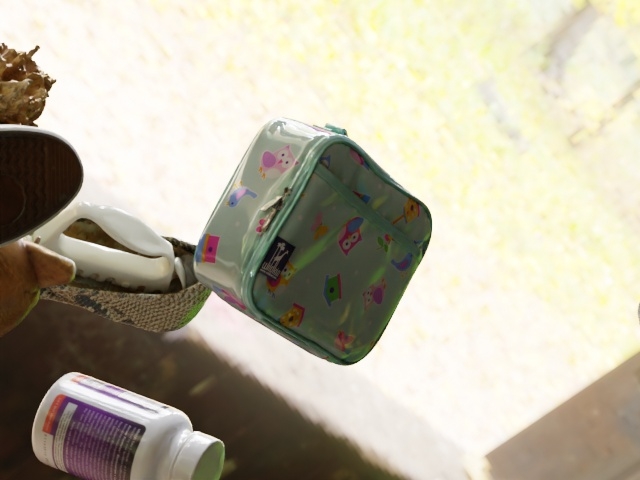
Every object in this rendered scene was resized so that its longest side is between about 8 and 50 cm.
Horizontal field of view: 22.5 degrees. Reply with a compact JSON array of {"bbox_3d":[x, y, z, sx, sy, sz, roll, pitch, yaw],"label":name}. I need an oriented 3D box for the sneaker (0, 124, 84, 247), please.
[{"bbox_3d":[-0.349,-0.032,1.374,0.123,0.290,0.106,-153,-135,-72],"label":"sneaker"}]

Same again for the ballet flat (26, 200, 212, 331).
[{"bbox_3d":[-0.351,-0.002,2.042,0.483,0.182,0.164,14,57,-23],"label":"ballet flat"}]

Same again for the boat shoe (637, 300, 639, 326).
[{"bbox_3d":[0.491,0.072,1.933,0.096,0.277,0.098,25,67,-44],"label":"boat shoe"}]

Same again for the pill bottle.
[{"bbox_3d":[-0.207,0.223,1.758,0.193,0.108,0.108,18,2,21],"label":"pill bottle"}]

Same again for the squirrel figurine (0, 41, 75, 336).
[{"bbox_3d":[-0.410,-0.081,1.656,0.370,0.281,0.397,65,-20,13],"label":"squirrel figurine"}]

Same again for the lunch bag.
[{"bbox_3d":[0.000,0.000,1.743,0.108,0.224,0.279,28,-6,37],"label":"lunch bag"}]
